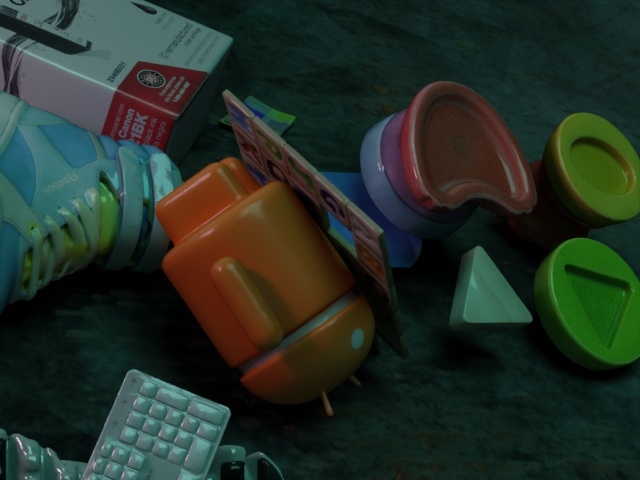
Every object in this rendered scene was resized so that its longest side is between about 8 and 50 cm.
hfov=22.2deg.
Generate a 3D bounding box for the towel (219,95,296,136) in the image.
[{"bbox_3d":[-0.065,-0.125,1.710,0.060,0.009,0.083,28,31,10],"label":"towel"}]

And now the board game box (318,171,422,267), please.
[{"bbox_3d":[0.014,-0.011,1.566,0.169,0.033,0.133,1,43,-27],"label":"board game box"}]

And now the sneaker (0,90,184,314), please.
[{"bbox_3d":[-0.203,-0.008,1.330,0.208,0.127,0.319,15,32,-10],"label":"sneaker"}]

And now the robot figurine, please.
[{"bbox_3d":[-0.040,0.039,1.324,0.128,0.158,0.219,-34,90,-24],"label":"robot figurine"}]

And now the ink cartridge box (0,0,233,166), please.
[{"bbox_3d":[-0.246,-0.165,1.552,0.273,0.114,0.197,22,31,1],"label":"ink cartridge box"}]

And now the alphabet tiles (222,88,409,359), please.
[{"bbox_3d":[0.000,0.000,1.378,0.009,0.237,0.198,-38,59,-16],"label":"alphabet tiles"}]

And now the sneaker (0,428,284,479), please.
[{"bbox_3d":[-0.171,0.185,1.077,0.292,0.118,0.110,8,75,-16],"label":"sneaker"}]

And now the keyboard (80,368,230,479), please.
[{"bbox_3d":[-0.134,0.207,1.006,0.072,0.014,0.256,20,70,4],"label":"keyboard"}]

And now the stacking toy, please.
[{"bbox_3d":[0.176,0.003,1.593,0.309,0.130,0.279,13,59,-32],"label":"stacking toy"}]
